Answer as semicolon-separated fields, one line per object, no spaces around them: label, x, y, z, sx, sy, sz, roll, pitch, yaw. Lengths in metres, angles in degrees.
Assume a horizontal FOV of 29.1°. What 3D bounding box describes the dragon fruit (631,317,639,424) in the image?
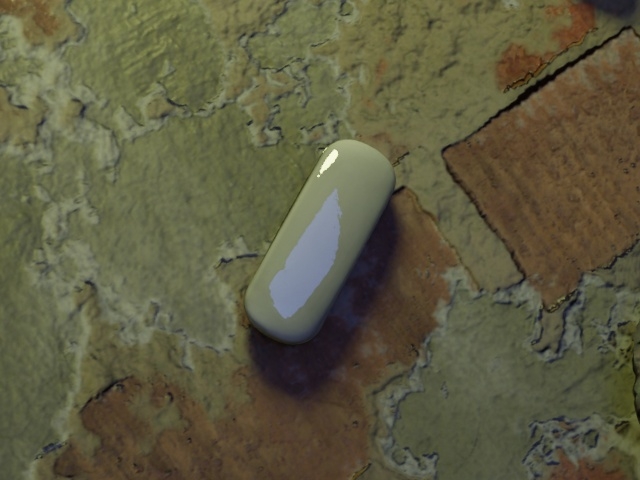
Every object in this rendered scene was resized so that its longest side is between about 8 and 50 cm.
dragon fruit;0.482;0.142;1.293;0.221;0.204;0.283;36;101;-31

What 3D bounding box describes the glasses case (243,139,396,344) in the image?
glasses case;0.000;0.000;1.308;0.092;0.059;0.233;28;75;-4
